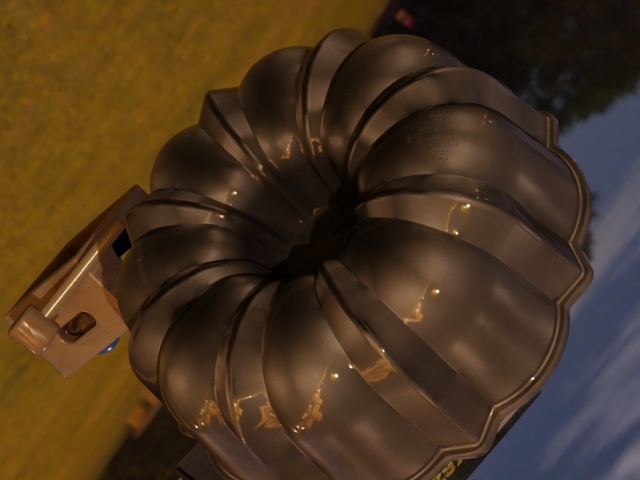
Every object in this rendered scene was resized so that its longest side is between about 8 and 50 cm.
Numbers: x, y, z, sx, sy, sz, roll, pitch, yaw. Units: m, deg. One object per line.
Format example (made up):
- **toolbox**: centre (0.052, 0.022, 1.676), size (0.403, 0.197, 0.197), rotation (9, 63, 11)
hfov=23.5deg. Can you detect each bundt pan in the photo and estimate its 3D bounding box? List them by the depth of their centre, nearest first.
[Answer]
- **bundt pan**: centre (0.000, 0.000, 0.994), size (0.330, 0.331, 0.124), rotation (-55, 137, -5)

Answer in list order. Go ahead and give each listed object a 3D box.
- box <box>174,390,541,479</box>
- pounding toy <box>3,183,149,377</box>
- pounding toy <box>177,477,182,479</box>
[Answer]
- **box**: centre (0.027, 0.146, 1.185), size (0.232, 0.183, 0.059), rotation (-45, 133, -14)
- **pounding toy**: centre (-0.196, 0.050, 1.377), size (0.181, 0.094, 0.206), rotation (-36, -166, 39)
- **pounding toy**: centre (-0.037, 0.344, 1.730), size (0.155, 0.270, 0.154), rotation (69, 38, -53)
